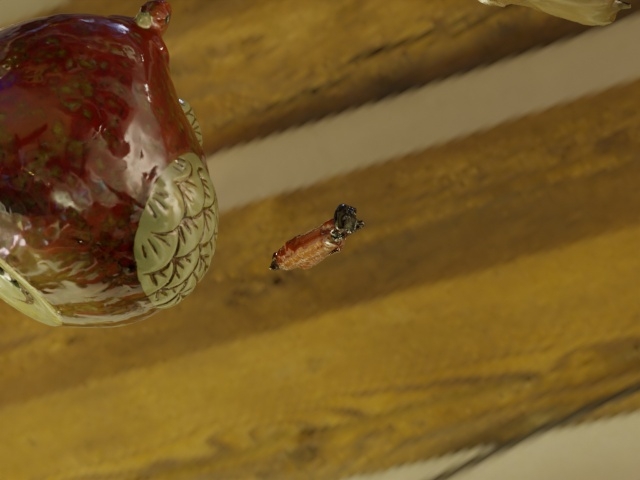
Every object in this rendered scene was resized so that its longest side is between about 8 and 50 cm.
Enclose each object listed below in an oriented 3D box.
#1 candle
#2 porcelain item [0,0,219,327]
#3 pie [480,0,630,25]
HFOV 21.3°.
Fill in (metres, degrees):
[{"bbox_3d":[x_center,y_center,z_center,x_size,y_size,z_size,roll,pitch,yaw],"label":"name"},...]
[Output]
[{"bbox_3d":[0.001,-0.001,1.006,0.167,0.026,0.021,149,-51,-74],"label":"candle"},{"bbox_3d":[-0.164,-0.067,1.192,0.253,0.253,0.253,-23,-145,17],"label":"porcelain item"},{"bbox_3d":[-0.032,-0.120,0.300,0.129,0.282,0.068,20,-93,45],"label":"pie"}]
